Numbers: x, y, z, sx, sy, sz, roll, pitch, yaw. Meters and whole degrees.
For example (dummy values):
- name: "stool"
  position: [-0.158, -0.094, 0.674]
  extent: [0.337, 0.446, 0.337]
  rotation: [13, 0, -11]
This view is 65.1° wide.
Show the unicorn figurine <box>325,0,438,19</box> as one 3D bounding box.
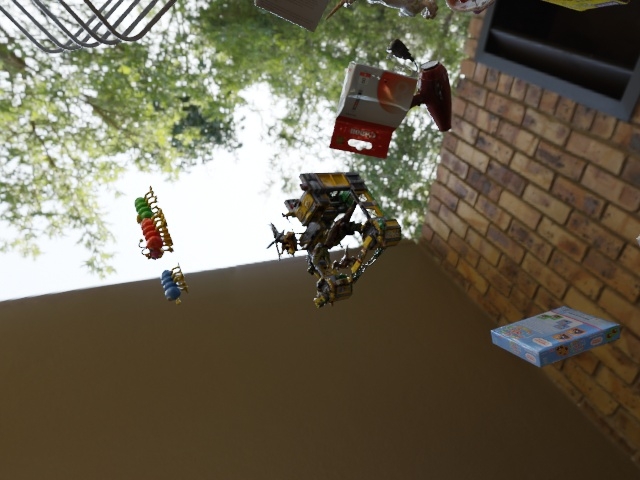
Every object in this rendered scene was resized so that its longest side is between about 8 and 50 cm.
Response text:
- name: "unicorn figurine"
  position: [0.091, -0.345, 0.710]
  extent: [0.161, 0.060, 0.111]
  rotation: [2, -155, 4]

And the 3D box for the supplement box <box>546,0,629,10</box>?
- name: "supplement box"
  position: [0.814, -0.891, 1.469]
  extent: [0.195, 0.357, 0.194]
  rotation: [5, -164, -17]

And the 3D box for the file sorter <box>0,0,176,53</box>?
- name: "file sorter"
  position: [-0.322, -0.375, 0.674]
  extent: [0.277, 0.173, 0.193]
  rotation: [15, -115, 41]

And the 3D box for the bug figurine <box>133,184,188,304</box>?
- name: "bug figurine"
  position: [-0.381, 0.013, 1.174]
  extent: [0.072, 0.279, 0.216]
  rotation: [-19, -127, -16]

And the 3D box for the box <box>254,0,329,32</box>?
- name: "box"
  position: [-0.037, -0.395, 0.764]
  extent: [0.101, 0.087, 0.102]
  rotation: [18, -136, -19]

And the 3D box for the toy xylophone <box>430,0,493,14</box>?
- name: "toy xylophone"
  position: [0.319, -0.697, 1.219]
  extent: [0.081, 0.323, 0.236]
  rotation: [-4, -142, 45]

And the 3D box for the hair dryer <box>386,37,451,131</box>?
- name: "hair dryer"
  position: [0.237, -0.371, 1.312]
  extent: [0.293, 0.224, 0.080]
  rotation: [21, -153, -24]

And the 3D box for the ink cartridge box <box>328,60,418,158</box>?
- name: "ink cartridge box"
  position: [0.106, -0.262, 1.036]
  extent: [0.145, 0.179, 0.045]
  rotation: [6, -161, -22]

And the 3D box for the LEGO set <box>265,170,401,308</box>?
- name: "LEGO set"
  position: [0.000, 0.000, 1.124]
  extent: [0.192, 0.331, 0.255]
  rotation: [-7, -115, -37]

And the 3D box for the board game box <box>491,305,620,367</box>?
- name: "board game box"
  position: [0.521, 0.210, 1.124]
  extent: [0.211, 0.039, 0.160]
  rotation: [-13, -169, -15]

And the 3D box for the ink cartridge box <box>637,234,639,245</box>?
- name: "ink cartridge box"
  position: [0.763, 0.018, 1.085]
  extent: [0.150, 0.063, 0.109]
  rotation: [23, -167, -49]
